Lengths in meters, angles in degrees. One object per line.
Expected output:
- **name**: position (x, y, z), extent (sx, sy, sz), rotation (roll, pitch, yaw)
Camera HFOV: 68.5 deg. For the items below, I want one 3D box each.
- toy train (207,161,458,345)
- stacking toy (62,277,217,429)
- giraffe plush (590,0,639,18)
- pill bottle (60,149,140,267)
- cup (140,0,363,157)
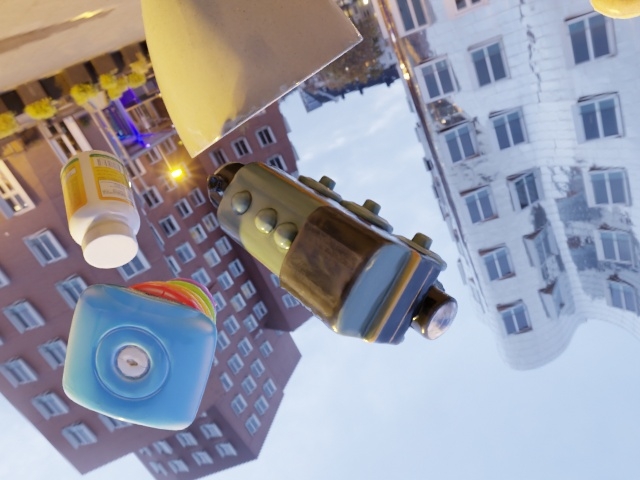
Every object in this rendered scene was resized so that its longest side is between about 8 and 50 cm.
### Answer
- **toy train**: position (0.000, 0.000, 0.549), extent (0.333, 0.190, 0.142), rotation (36, -81, 40)
- **stacking toy**: position (-0.213, 0.118, 0.694), extent (0.175, 0.166, 0.302), rotation (17, -171, 0)
- **giraffe plush**: position (0.230, -0.171, 0.207), extent (0.170, 0.211, 0.181), rotation (25, -139, 35)
- **pill bottle**: position (-0.397, -0.057, 0.855), extent (0.117, 0.118, 0.209), rotation (-27, -123, -5)
- **cup**: position (-0.135, -0.318, 0.726), extent (0.330, 0.237, 0.331), rotation (-32, -163, 11)
